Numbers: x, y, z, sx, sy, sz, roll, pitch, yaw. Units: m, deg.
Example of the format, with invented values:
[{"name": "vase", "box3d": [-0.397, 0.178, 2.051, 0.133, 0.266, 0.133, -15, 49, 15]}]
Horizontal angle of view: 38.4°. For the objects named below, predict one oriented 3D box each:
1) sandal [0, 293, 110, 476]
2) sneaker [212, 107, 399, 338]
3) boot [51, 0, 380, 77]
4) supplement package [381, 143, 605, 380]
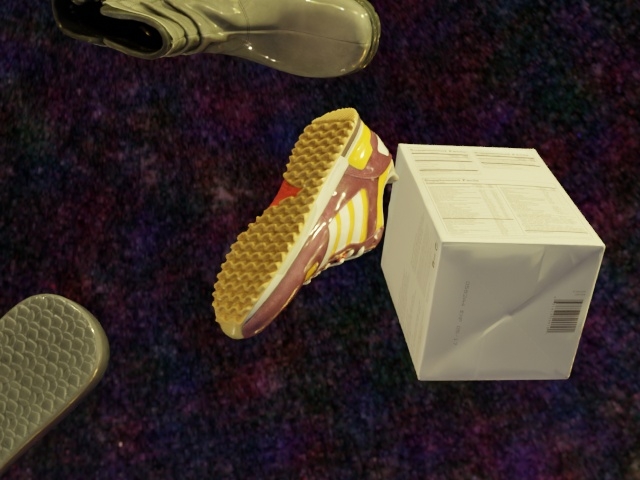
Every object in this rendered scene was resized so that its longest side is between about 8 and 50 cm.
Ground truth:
[{"name": "sandal", "box3d": [-0.241, 0.137, 0.589, 0.254, 0.097, 0.054, -36, 171, -6]}, {"name": "sneaker", "box3d": [0.000, 0.000, 0.635, 0.084, 0.069, 0.185, 45, 64, -32]}, {"name": "boot", "box3d": [-0.089, -0.173, 0.767, 0.246, 0.161, 0.083, 17, 119, 23]}, {"name": "supplement package", "box3d": [0.205, 0.020, 1.182, 0.198, 0.263, 0.199, 1, 120, -8]}]
